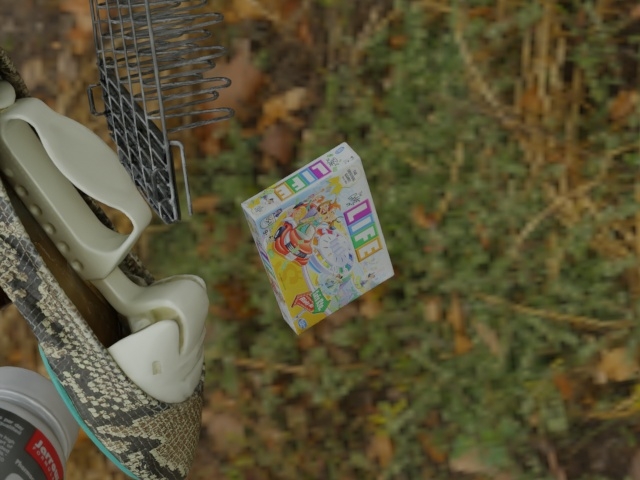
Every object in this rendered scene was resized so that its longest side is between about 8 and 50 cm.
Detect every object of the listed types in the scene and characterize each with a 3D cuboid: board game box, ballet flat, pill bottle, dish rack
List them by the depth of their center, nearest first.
[{"bbox_3d":[-0.114,-0.154,1.252,0.208,0.074,0.271,-129,31,-59],"label":"dish rack"},{"bbox_3d":[0.000,0.000,1.564,0.026,0.103,0.154,48,165,40],"label":"board game box"},{"bbox_3d":[-0.217,0.025,1.728,0.182,0.164,0.483,-25,108,30],"label":"ballet flat"},{"bbox_3d":[-0.376,0.275,2.022,0.161,0.283,0.161,9,126,13],"label":"pill bottle"}]

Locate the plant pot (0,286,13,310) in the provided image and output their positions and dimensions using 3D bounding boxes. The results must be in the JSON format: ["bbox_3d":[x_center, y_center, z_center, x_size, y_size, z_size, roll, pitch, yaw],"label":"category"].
[{"bbox_3d":[-0.416,-0.064,2.058,0.230,0.215,0.215,36,118,18],"label":"plant pot"}]
